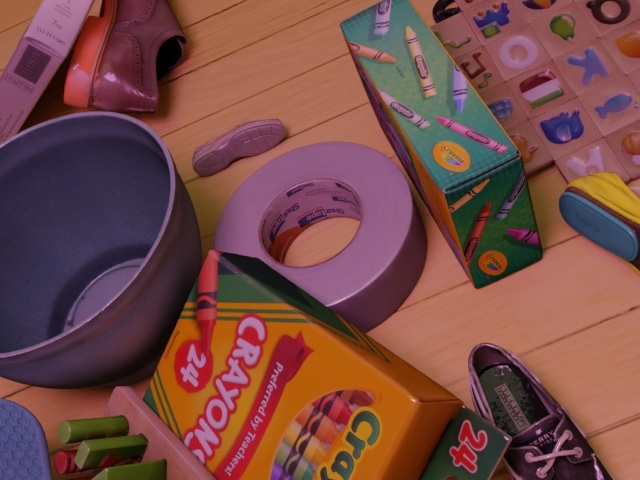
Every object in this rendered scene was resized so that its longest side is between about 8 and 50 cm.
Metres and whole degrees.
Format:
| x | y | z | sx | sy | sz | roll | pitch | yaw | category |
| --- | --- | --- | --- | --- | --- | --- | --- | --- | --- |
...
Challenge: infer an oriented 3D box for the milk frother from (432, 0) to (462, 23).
| x | y | z | sx | sy | sz | roll | pitch | yaw | category |
| --- | --- | --- | --- | --- | --- | --- | --- | --- | --- |
| 0.171 | -0.358 | 1.107 | 0.129 | 0.134 | 0.143 | -16 | 39 | 53 | milk frother |

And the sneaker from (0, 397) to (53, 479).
| x | y | z | sx | sy | sz | roll | pitch | yaw | category |
| --- | --- | --- | --- | --- | --- | --- | --- | --- | --- |
| -0.297 | 0.319 | 0.780 | 0.208 | 0.127 | 0.319 | -61 | 32 | 31 | sneaker |

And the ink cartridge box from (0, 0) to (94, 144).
| x | y | z | sx | sy | sz | roll | pitch | yaw | category |
| --- | --- | --- | --- | --- | --- | --- | --- | --- | --- |
| -0.371 | -0.281 | 1.223 | 0.275 | 0.060 | 0.239 | -32 | 36 | 51 | ink cartridge box |

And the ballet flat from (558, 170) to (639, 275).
| x | y | z | sx | sy | sz | roll | pitch | yaw | category |
| --- | --- | --- | --- | --- | --- | --- | --- | --- | --- |
| 0.319 | 0.007 | 0.828 | 0.077 | 0.077 | 0.231 | -23 | 46 | -17 | ballet flat |

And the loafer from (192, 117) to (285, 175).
| x | y | z | sx | sy | sz | roll | pitch | yaw | category |
| --- | --- | --- | --- | --- | --- | --- | --- | --- | --- |
| -0.104 | -0.124 | 1.111 | 0.125 | 0.045 | 0.039 | -25 | 44 | 7 | loafer |

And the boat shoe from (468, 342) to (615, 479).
| x | y | z | sx | sy | sz | roll | pitch | yaw | category |
| --- | --- | --- | --- | --- | --- | --- | --- | --- | --- |
| 0.186 | 0.180 | 0.752 | 0.077 | 0.070 | 0.219 | -32 | 50 | -2 | boat shoe |

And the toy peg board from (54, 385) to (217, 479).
| x | y | z | sx | sy | sz | roll | pitch | yaw | category |
| --- | --- | --- | --- | --- | --- | --- | --- | --- | --- |
| -0.190 | 0.242 | 0.806 | 0.161 | 0.079 | 0.161 | 36 | 108 | 37 | toy peg board |

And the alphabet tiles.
| x | y | z | sx | sy | sz | roll | pitch | yaw | category |
| --- | --- | --- | --- | --- | --- | --- | --- | --- | --- |
| 0.284 | -0.210 | 0.993 | 0.285 | 0.011 | 0.343 | -25 | 61 | 3 | alphabet tiles |

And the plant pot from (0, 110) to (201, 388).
| x | y | z | sx | sy | sz | roll | pitch | yaw | category |
| --- | --- | --- | --- | --- | --- | --- | --- | --- | --- |
| -0.247 | 0.037 | 0.950 | 0.293 | 0.196 | 0.293 | -10 | 53 | 14 | plant pot |

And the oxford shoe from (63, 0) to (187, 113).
| x | y | z | sx | sy | sz | roll | pitch | yaw | category |
| --- | --- | --- | --- | --- | --- | --- | --- | --- | --- |
| -0.253 | -0.296 | 1.270 | 0.132 | 0.130 | 0.364 | 16 | 47 | -9 | oxford shoe |

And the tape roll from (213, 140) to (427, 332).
| x | y | z | sx | sy | sz | roll | pitch | yaw | category |
| --- | --- | --- | --- | --- | --- | --- | --- | --- | --- |
| 0.000 | 0.000 | 0.958 | 0.219 | 0.072 | 0.219 | -12 | 52 | 15 | tape roll |

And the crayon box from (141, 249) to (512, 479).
| x | y | z | sx | sy | sz | roll | pitch | yaw | category |
| --- | --- | --- | --- | --- | --- | --- | --- | --- | --- |
| -0.017 | 0.167 | 0.784 | 0.318 | 0.081 | 0.202 | 31 | 101 | 36 | crayon box |

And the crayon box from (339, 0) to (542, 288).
| x | y | z | sx | sy | sz | roll | pitch | yaw | category |
| --- | --- | --- | --- | --- | --- | --- | --- | --- | --- |
| 0.121 | -0.108 | 0.926 | 0.081 | 0.165 | 0.278 | -26 | 51 | 2 | crayon box |
